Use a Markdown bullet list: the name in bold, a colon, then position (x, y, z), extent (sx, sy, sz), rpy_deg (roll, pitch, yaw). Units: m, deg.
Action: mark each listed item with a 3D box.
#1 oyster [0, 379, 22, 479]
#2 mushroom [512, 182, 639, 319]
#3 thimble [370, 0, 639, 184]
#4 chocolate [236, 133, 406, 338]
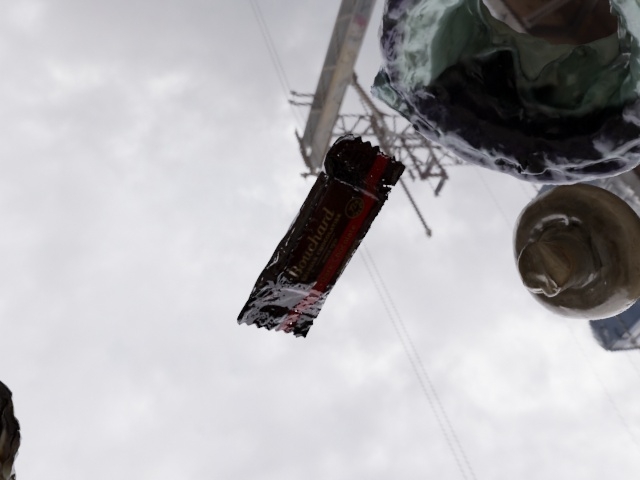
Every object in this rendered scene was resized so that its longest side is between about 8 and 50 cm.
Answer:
- **oyster**: position (-0.250, 0.157, 0.424), extent (0.201, 0.355, 0.107), rpy_deg (32, -164, 21)
- **mushroom**: position (0.355, 0.025, 1.055), extent (0.204, 0.204, 0.204), rpy_deg (9, -134, -10)
- **thimble**: position (0.153, -0.157, 0.520), extent (0.237, 0.237, 0.150), rpy_deg (24, -123, 5)
- **chocolate**: position (0.000, 0.000, 0.611), extent (0.086, 0.182, 0.028), rpy_deg (18, -166, -39)
